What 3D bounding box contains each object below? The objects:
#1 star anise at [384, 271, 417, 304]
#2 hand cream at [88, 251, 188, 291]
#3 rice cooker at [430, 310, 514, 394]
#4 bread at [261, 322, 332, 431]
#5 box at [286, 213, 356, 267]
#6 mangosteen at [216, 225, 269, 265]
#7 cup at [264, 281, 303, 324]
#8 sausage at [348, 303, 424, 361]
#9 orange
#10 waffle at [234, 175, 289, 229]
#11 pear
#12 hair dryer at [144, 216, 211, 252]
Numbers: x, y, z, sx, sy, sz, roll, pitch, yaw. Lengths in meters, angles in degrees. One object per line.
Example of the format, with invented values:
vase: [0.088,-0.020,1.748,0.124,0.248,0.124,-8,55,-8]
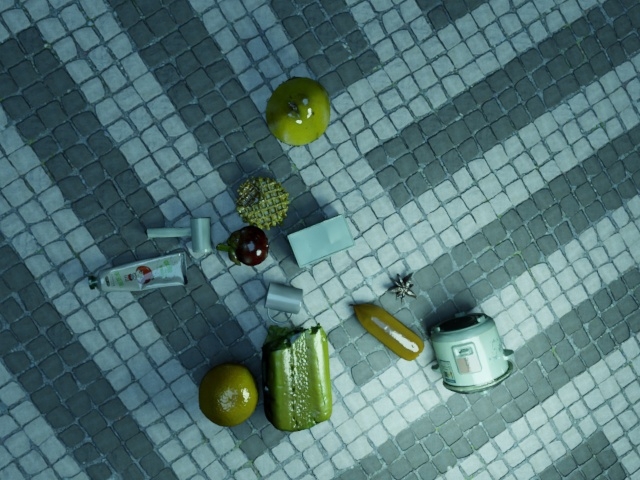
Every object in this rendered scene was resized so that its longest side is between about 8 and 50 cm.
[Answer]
star anise: [0.305,0.187,1.797,0.129,0.056,0.124,-10,94,-7]
hand cream: [-0.651,0.125,1.678,0.336,0.076,0.121,-8,95,-13]
rice cooker: [0.558,0.429,1.739,0.317,0.264,0.316,2,96,15]
bread: [-0.091,0.489,1.681,0.251,0.208,0.376,-6,93,-14]
box: [0.000,0.000,1.739,0.225,0.086,0.129,-21,93,-6]
mangosteen: [-0.273,0.028,1.668,0.181,0.146,0.155,-13,113,-21]
cup: [-0.142,0.231,1.725,0.133,0.099,0.136,12,102,-8]
sausage: [0.248,0.334,1.775,0.328,0.112,0.112,38,87,-5]
orange: [-0.323,0.541,1.644,0.236,0.236,0.236,0,92,-7]
waffle: [-0.215,-0.138,1.715,0.197,0.070,0.193,9,91,-8]
pear: [-0.067,-0.475,1.673,0.267,0.178,0.266,-1,95,-11]
hair dryer: [-0.516,-0.019,1.683,0.237,0.073,0.131,-1,93,-5]
